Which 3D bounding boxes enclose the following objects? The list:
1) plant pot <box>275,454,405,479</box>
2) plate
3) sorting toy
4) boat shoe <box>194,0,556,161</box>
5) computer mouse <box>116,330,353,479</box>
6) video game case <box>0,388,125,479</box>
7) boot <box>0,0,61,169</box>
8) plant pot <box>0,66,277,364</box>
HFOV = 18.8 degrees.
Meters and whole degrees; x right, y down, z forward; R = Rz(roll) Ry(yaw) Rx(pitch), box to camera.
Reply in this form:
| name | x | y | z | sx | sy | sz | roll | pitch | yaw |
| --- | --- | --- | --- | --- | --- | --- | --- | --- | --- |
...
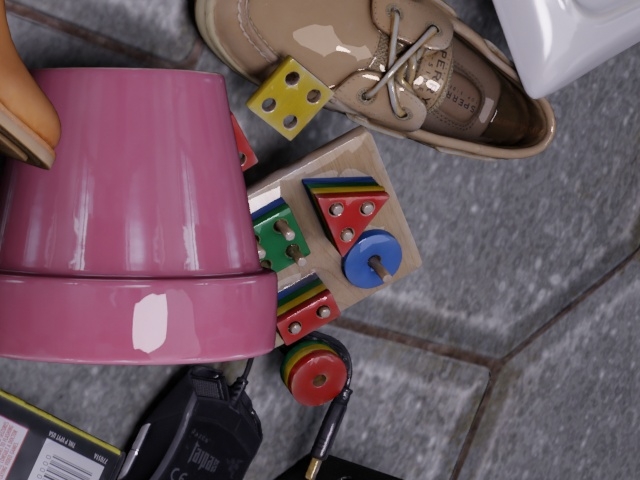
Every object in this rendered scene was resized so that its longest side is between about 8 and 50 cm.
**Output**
| name | x | y | z | sx | sy | sz | roll | pitch | yaw |
| --- | --- | --- | --- | --- | --- | --- | --- | --- | --- |
| plant pot | 0.015 | 0.278 | 1.524 | 0.187 | 0.188 | 0.167 | -34 | 116 | -30 |
| plate | 0.220 | -0.285 | 1.484 | 0.278 | 0.045 | 0.277 | -29 | 103 | -33 |
| sorting toy | 0.000 | 0.000 | 1.378 | 0.132 | 0.046 | 0.274 | -29 | 127 | -7 |
| boat shoe | 0.052 | -0.140 | 1.408 | 0.341 | 0.110 | 0.121 | 17 | 96 | -48 |
| computer mouse | -0.074 | 0.165 | 1.464 | 0.184 | 0.060 | 0.262 | 32 | 73 | -43 |
| video game case | -0.279 | 0.206 | 1.204 | 0.248 | 0.035 | 0.274 | 32 | 74 | -30 |
| boot | -0.201 | -0.199 | 1.122 | 0.283 | 0.109 | 0.220 | 46 | 67 | -24 |
| plant pot | -0.127 | -0.019 | 1.240 | 0.201 | 0.201 | 0.180 | -3 | 94 | -44 |
